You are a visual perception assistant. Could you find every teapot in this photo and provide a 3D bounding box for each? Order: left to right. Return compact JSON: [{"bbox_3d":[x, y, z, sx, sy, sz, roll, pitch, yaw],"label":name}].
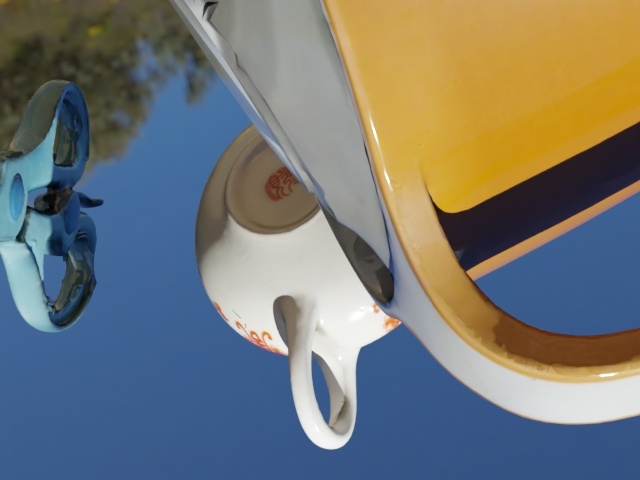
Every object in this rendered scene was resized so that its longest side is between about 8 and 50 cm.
[{"bbox_3d":[0.000,0.000,1.155,0.159,0.245,0.116,0,157,15],"label":"teapot"}]

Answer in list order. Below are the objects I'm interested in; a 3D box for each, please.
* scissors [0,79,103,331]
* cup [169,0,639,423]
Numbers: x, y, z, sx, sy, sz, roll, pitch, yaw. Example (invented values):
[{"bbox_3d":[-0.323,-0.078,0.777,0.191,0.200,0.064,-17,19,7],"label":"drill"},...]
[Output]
[{"bbox_3d":[-0.209,-0.021,1.310,0.032,0.180,0.393,0,-178,9],"label":"scissors"},{"bbox_3d":[0.090,-0.084,0.480,0.264,0.226,0.182,-21,155,-5],"label":"cup"}]
